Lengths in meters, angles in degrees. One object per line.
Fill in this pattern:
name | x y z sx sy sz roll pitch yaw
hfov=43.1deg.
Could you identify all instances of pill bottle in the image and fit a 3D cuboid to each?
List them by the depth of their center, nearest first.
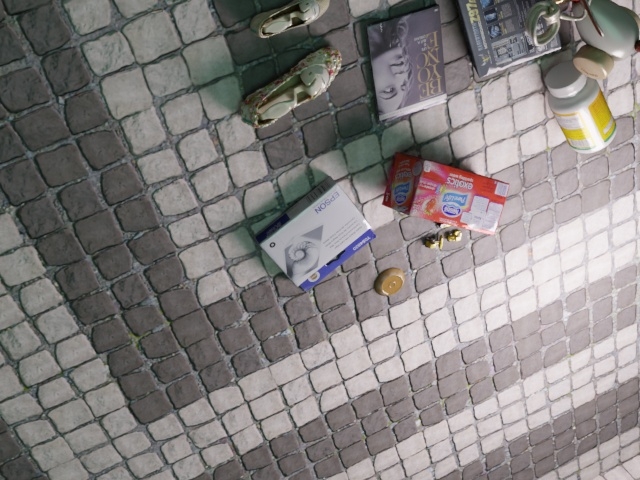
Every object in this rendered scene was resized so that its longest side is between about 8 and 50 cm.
pill bottle | 0.594 -0.308 1.864 0.117 0.117 0.208 -40 128 4

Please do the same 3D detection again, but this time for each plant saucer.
plant saucer | 0.174 0.106 2.003 0.083 0.015 0.083 -11 124 -17

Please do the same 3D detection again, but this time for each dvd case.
dvd case | 0.183 -0.367 1.701 0.164 0.018 0.221 -20 127 -12

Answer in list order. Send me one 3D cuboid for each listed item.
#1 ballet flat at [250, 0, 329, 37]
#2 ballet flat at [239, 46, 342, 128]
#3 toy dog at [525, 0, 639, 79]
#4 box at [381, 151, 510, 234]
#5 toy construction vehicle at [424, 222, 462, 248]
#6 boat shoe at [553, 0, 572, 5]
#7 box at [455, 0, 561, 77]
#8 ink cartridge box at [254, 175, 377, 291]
ballet flat | -0.051 -0.422 1.536 0.168 0.052 0.057 -25 127 -8
ballet flat | -0.049 -0.293 1.605 0.241 0.077 0.091 -35 127 -1
toy dog | 0.580 -0.455 1.633 0.333 0.161 0.220 12 99 -45
box | 0.283 -0.105 1.832 0.257 0.122 0.128 11 98 -30
toy construction vehicle | 0.309 -0.018 1.971 0.098 0.035 0.086 -6 123 -21
boat shoe | 0.509 -0.527 1.712 0.190 0.072 0.068 -27 128 -7
box | 0.382 -0.471 1.669 0.183 0.059 0.233 -20 128 9
ink cartridge box | 0.000 0.000 1.835 0.223 0.045 0.224 -39 129 3
